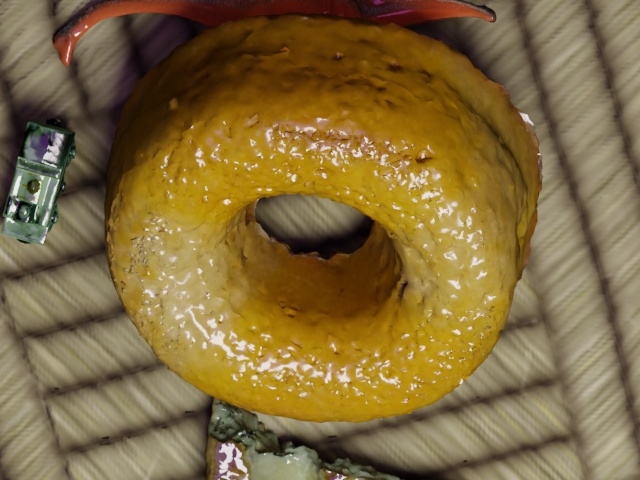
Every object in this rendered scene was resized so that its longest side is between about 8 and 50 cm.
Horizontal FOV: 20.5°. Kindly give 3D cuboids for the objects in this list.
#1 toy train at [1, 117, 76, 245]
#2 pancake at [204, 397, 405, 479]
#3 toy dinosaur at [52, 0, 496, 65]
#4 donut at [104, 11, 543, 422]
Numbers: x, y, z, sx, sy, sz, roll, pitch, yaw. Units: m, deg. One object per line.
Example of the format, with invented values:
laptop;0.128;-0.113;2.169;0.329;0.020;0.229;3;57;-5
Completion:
toy train;-0.179;-0.037;1.122;0.033;0.053;0.083;16;95;-3
pancake;0.054;0.244;1.160;0.197;0.054;0.376;-36;97;5
toy dinosaur;-0.030;-0.121;1.116;0.280;0.055;0.101;-11;89;3
donut;-0.003;0.000;1.070;0.278;0.108;0.277;2;121;4
